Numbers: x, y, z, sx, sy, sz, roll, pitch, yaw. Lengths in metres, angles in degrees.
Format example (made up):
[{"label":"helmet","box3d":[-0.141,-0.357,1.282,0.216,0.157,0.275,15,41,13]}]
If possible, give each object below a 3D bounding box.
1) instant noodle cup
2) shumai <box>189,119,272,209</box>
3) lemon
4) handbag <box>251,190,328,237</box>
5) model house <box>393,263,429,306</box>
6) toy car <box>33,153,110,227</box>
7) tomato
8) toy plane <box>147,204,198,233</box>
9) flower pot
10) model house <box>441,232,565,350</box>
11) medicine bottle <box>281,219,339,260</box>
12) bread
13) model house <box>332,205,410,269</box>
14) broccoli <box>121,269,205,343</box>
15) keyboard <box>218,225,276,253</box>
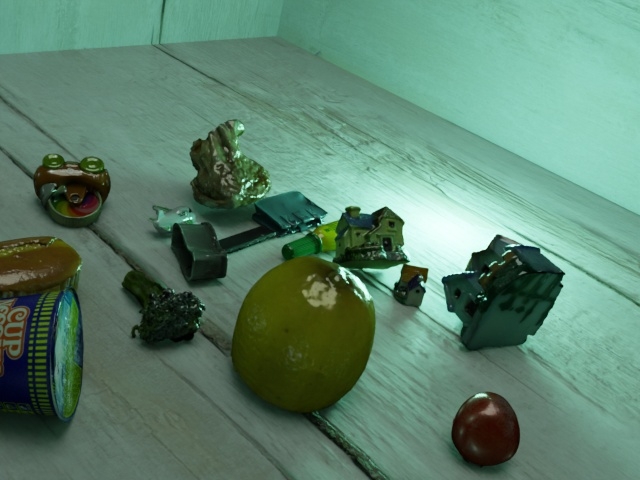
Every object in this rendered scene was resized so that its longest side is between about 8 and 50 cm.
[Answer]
[{"label":"instant noodle cup","box3d":[-0.667,0.233,1.482,0.312,0.284,0.284,0,31,-7]},{"label":"shumai","box3d":[-0.301,-0.254,2.385,0.266,0.263,0.314,-5,21,0]},{"label":"lemon","box3d":[-0.024,0.196,1.718,0.363,0.365,0.364,11,30,-6]},{"label":"handbag","box3d":[-0.101,-0.086,2.447,0.179,0.062,0.229,37,36,29]},{"label":"model house","box3d":[0.276,0.130,2.195,0.087,0.100,0.101,12,30,-4]},{"label":"toy car","box3d":[-0.752,-0.136,2.195,0.234,0.145,0.235,10,47,-10]},{"label":"tomato","box3d":[0.389,0.432,1.685,0.167,0.167,0.167,11,30,-6]},{"label":"toy plane","box3d":[-0.449,-0.065,2.234,0.173,0.080,0.174,16,20,-6]},{"label":"flower pot","box3d":[-0.351,0.029,2.096,0.108,0.103,0.229,-2,33,-28]},{"label":"model house","box3d":[0.497,0.108,2.133,0.251,0.295,0.329,4,34,-25]},{"label":"medicine bottle","box3d":[0.000,0.000,2.322,0.111,0.076,0.308,33,34,33]},{"label":"bread","box3d":[-0.735,0.084,1.786,0.288,0.156,0.204,-11,41,-39]},{"label":"model house","box3d":[0.149,-0.014,2.225,0.213,0.189,0.195,3,-13,-21]},{"label":"broccoli","box3d":[-0.425,0.149,1.853,0.164,0.146,0.304,-5,22,-38]},{"label":"keyboard","box3d":[-0.241,-0.002,2.280,0.072,0.023,0.231,26,31,33]}]
